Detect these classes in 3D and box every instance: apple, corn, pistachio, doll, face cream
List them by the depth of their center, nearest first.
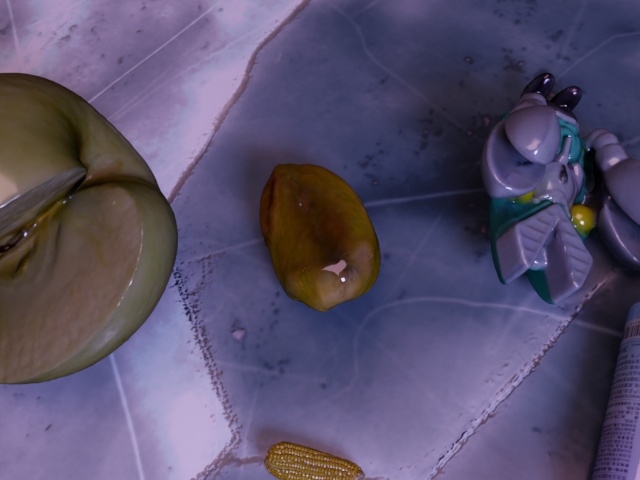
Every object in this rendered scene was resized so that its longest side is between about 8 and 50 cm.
[{"bbox_3d":[0.278,0.166,0.701,0.075,0.075,0.229,14,64,18],"label":"face cream"},{"bbox_3d":[-0.005,0.210,0.752,0.092,0.037,0.037,12,63,19],"label":"corn"},{"bbox_3d":[-0.288,-0.007,0.793,0.254,0.292,0.292,-35,57,17],"label":"apple"},{"bbox_3d":[0.222,-0.071,0.803,0.195,0.153,0.258,-3,60,-23],"label":"doll"},{"bbox_3d":[0.002,-0.002,0.843,0.110,0.100,0.189,-9,45,-21],"label":"pistachio"}]
